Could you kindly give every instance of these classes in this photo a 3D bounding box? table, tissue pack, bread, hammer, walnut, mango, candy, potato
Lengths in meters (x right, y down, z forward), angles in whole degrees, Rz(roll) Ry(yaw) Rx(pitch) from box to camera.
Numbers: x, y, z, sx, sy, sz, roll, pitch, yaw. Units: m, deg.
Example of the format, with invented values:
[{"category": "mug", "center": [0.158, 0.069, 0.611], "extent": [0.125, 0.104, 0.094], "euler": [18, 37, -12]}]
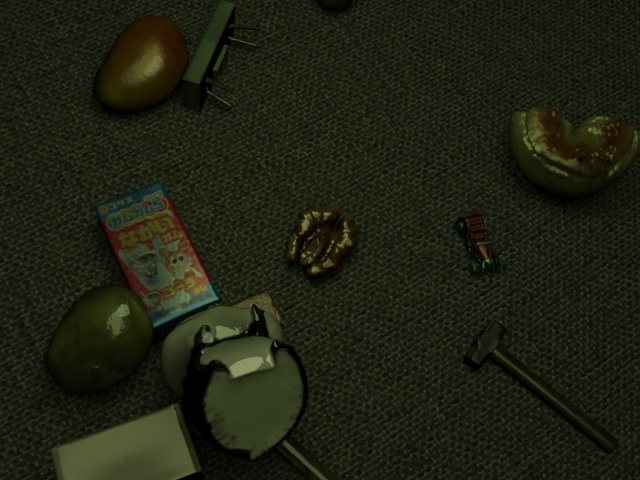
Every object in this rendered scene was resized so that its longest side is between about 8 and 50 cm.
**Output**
[{"category": "table", "center": [-0.227, -0.422, 1.932], "extent": [0.111, 0.122, 0.240], "euler": [18, 67, 0]}, {"category": "tissue pack", "center": [-0.356, 0.421, 1.541], "extent": [0.246, 0.159, 0.136], "euler": [-18, 69, -14]}, {"category": "bread", "center": [0.589, -0.190, 1.918], "extent": [0.313, 0.171, 0.192], "euler": [1, 71, -6]}, {"category": "hammer", "center": [0.477, 0.323, 1.759], "extent": [0.365, 0.043, 0.111], "euler": [39, 68, 8]}, {"category": "walnut", "center": [0.000, 0.000, 1.814], "extent": [0.143, 0.069, 0.170], "euler": [38, 69, 7]}, {"category": "hammer", "center": [-0.009, 0.461, 1.633], "extent": [0.440, 0.044, 0.168], "euler": [39, 69, 9]}, {"category": "mango", "center": [-0.401, -0.398, 1.892], "extent": [0.175, 0.139, 0.255], "euler": [22, 74, 15]}, {"category": "bread", "center": [-0.137, 0.160, 1.746], "extent": [0.094, 0.035, 0.090], "euler": [-23, 72, -16]}, {"category": "candy", "center": [-0.342, 0.040, 1.735], "extent": [0.157, 0.100, 0.306], "euler": [-23, 71, -16]}, {"category": "potato", "center": [-0.438, 0.202, 1.611], "extent": [0.251, 0.159, 0.174], "euler": [-41, 52, 6]}]

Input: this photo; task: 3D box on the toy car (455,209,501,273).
[{"category": "toy car", "center": [0.359, 0.004, 1.868], "extent": [0.073, 0.054, 0.143], "euler": [-10, 68, -11]}]

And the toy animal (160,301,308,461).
[{"category": "toy animal", "center": [-0.174, 0.247, 1.561], "extent": [0.250, 0.310, 0.251], "euler": [-6, 108, -20]}]

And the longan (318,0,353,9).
[{"category": "longan", "center": [0.038, -0.630, 2.074], "extent": [0.106, 0.106, 0.119], "euler": [18, 24, 0]}]
